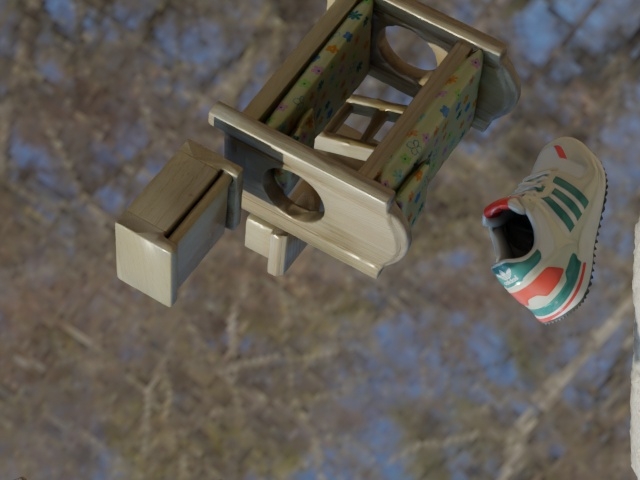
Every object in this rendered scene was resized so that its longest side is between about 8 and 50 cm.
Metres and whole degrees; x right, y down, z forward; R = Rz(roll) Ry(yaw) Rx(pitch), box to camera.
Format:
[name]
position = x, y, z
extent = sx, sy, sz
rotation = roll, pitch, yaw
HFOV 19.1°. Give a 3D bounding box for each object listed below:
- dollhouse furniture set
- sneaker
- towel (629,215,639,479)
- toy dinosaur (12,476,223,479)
[dollhouse furniture set]
position = 0.000, 0.000, 0.888
extent = 0.101, 0.161, 0.182
rotation = 28, -122, 15
[sneaker]
position = 0.153, -0.023, 1.330
extent = 0.075, 0.057, 0.161
rotation = 35, -133, -27
[towel]
position = 0.258, 0.041, 1.331
extent = 0.049, 0.187, 0.282
rotation = 3, -164, 18
[toy dinosaur]
position = -0.127, 0.196, 1.038
extent = 0.296, 0.200, 0.127
rotation = 31, -119, -60
